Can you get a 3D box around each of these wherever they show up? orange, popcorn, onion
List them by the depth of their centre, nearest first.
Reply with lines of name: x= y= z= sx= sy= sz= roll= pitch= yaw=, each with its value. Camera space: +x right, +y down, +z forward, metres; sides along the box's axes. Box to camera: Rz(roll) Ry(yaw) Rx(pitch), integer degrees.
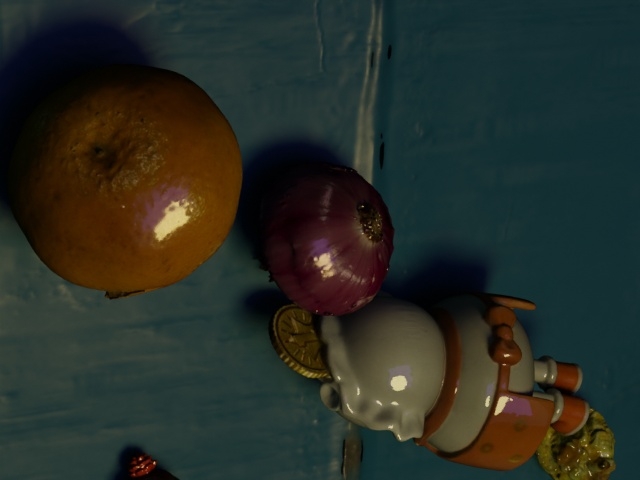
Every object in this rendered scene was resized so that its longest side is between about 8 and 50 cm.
orange: x=-0.126 y=-0.039 z=1.260 sx=0.155 sy=0.154 sz=0.134 roll=-54 pitch=168 yaw=-5
onion: x=0.000 y=0.000 z=1.386 sx=0.104 sy=0.115 sz=0.115 roll=-28 pitch=134 yaw=32
popcorn: x=0.208 y=0.175 z=1.599 sx=0.083 sy=0.068 sz=0.059 roll=41 pitch=39 yaw=-13

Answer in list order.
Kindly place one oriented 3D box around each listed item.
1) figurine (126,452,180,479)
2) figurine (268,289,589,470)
figurine: x=-0.138 y=0.210 z=1.401 sx=0.060 sy=0.047 sz=0.106 roll=36 pitch=94 yaw=0
figurine: x=0.086 y=0.094 z=1.444 sx=0.271 sy=0.143 sz=0.143 roll=26 pitch=92 yaw=-37
